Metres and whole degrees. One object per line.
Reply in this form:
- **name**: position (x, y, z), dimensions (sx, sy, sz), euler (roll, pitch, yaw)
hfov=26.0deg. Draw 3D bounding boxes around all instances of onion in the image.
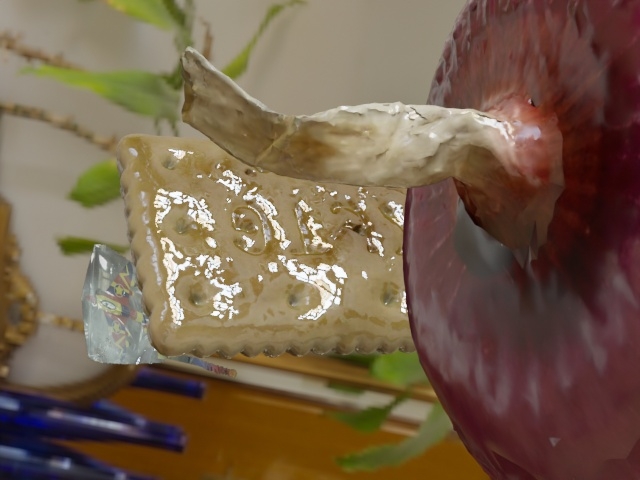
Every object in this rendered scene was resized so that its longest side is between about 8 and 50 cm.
- **onion**: position (0.166, -0.008, 0.624), dimensions (0.345, 0.358, 0.358), euler (-23, 141, -33)

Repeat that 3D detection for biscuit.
- **biscuit**: position (0.000, 0.000, 1.143), dimensions (0.044, 0.325, 0.217), euler (118, -34, -46)

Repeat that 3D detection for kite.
- **kite**: position (-0.185, 0.097, 1.616), dimensions (0.015, 0.245, 0.141), euler (-16, -118, 40)
